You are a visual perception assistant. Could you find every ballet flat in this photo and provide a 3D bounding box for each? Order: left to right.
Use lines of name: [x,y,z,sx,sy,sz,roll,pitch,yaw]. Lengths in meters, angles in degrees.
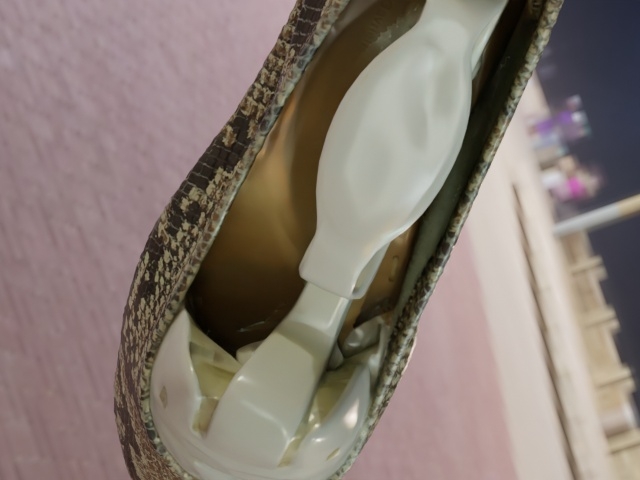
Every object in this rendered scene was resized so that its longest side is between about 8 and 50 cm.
ballet flat: [0.000,0.000,0.921,0.182,0.164,0.483,-87,-160,-65]
